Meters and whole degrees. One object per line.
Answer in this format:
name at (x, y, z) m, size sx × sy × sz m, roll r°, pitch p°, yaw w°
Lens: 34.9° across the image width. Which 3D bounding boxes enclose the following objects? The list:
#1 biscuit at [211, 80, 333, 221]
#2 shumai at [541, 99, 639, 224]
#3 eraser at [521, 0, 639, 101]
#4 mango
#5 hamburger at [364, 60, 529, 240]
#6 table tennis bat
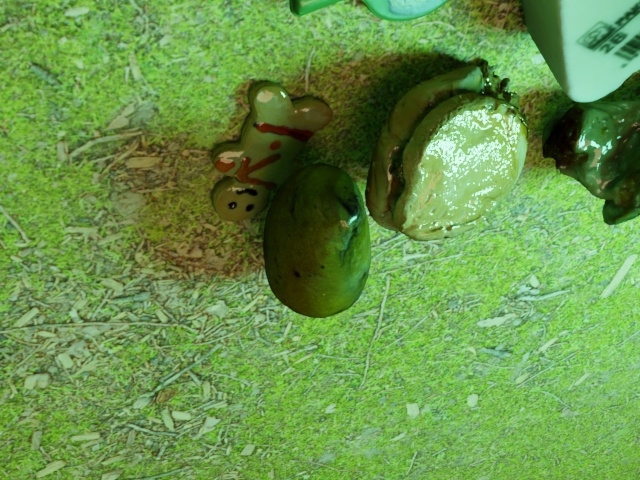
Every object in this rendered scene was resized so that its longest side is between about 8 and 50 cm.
biscuit at (-0.080, -0.115, 1.441) m, size 0.153 × 0.030 × 0.234 m, roll 14°, pitch 125°, yaw -34°
shumai at (0.492, -0.168, 1.572) m, size 0.272 × 0.203 × 0.222 m, roll -34°, pitch 173°, yaw -27°
eraser at (0.379, -0.324, 1.316) m, size 0.331 × 0.149 × 0.331 m, roll -18°, pitch 156°, yaw -9°
mango at (-0.006, -0.004, 1.451) m, size 0.175 × 0.177 × 0.329 m, roll -46°, pitch 157°, yaw -18°
hamburger at (0.179, -0.128, 1.438) m, size 0.286 × 0.146 × 0.243 m, roll -52°, pitch 146°, yaw 3°
table tennis bat at (0.080, -0.337, 1.286) m, size 0.257 × 0.039 × 0.160 m, roll -20°, pitch 137°, yaw -10°
